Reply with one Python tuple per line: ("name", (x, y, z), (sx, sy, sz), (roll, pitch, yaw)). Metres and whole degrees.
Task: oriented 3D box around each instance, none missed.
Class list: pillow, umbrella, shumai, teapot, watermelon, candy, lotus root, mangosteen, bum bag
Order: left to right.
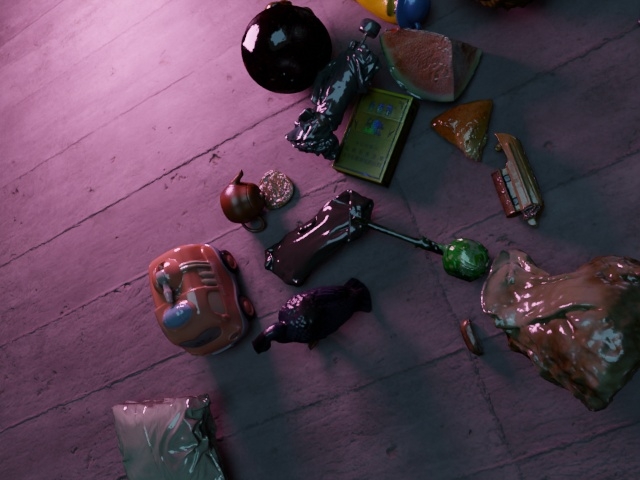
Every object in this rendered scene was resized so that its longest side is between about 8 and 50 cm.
("pillow", (-0.376, 0.536, 1.488), (0.309, 0.138, 0.284), (-13, 86, 22))
("teapot", (-0.189, -0.098, 1.521), (0.116, 0.116, 0.173), (-15, 111, 20))
("mangosteen", (-0.084, -0.501, 1.481), (0.228, 0.228, 0.266), (-8, 65, 21))
("bum bag", (0.000, 0.000, 1.446), (0.326, 0.079, 0.142), (-36, 63, 17))
("umbrella", (0.047, -0.361, 1.412), (0.143, 0.094, 0.349), (28, 98, 9))
("candy", (0.220, 0.002, 1.327), (0.323, 0.097, 0.097), (21, 91, 15))
("watermelon", (0.247, -0.404, 1.383), (0.231, 0.128, 0.146), (15, 103, 13))
("lotus root", (0.330, 0.215, 1.294), (0.030, 0.037, 0.083), (-28, 73, 20))
("shumai", (0.444, 0.135, 1.105), (0.288, 0.330, 0.292), (31, 120, 13))

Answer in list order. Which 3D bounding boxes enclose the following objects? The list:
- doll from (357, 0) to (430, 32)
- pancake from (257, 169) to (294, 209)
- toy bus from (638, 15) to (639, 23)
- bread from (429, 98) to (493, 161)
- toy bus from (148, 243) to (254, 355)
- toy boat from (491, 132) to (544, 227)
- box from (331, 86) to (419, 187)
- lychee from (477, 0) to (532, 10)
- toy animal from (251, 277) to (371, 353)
("doll", (0.140, -0.651, 1.465), (0.363, 0.145, 0.199), (57, 144, 11))
("pancake", (-0.119, -0.134, 1.544), (0.108, 0.017, 0.108), (-3, 81, 22))
("toy bus", (0.721, -0.540, 1.224), (0.079, 0.077, 0.174), (12, 87, 23))
("bread", (0.347, -0.272, 1.354), (0.136, 0.054, 0.154), (-47, 71, 7))
("toy bus", (-0.314, 0.141, 1.472), (0.194, 0.232, 0.288), (-26, 71, 14))
("toy boat", (0.425, -0.132, 1.292), (0.088, 0.068, 0.226), (-23, 74, 24))
("box", (0.134, -0.254, 1.432), (0.140, 0.064, 0.220), (20, 92, 26))
("lychee", (0.420, -0.644, 1.268), (0.319, 0.270, 0.270), (-10, 78, 9))
("toy animal", (-0.019, 0.180, 1.367), (0.298, 0.185, 0.122), (-25, 68, -2))
